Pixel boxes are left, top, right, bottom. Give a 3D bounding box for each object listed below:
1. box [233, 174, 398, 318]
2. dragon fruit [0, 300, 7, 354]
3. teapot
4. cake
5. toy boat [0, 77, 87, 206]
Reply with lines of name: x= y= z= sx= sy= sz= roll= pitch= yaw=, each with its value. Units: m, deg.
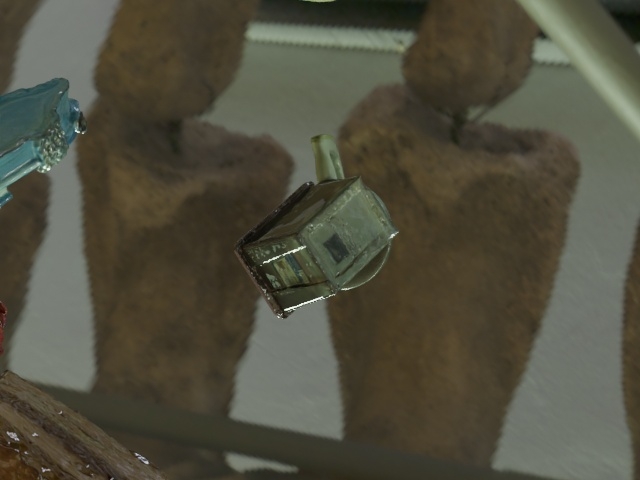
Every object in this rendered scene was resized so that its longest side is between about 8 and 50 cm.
box: x=0.000 y=0.000 z=1.053 sx=0.063 sy=0.060 sz=0.084 roll=-19 pitch=-162 yaw=50
dragon fruit: x=-0.315 y=0.085 z=1.429 sx=0.097 sy=0.063 sz=0.131 roll=-15 pitch=-148 yaw=41
teapot: x=0.022 y=-0.022 z=1.412 sx=0.092 sy=0.091 sz=0.124 roll=16 pitch=-86 yaw=4
cake: x=-0.244 y=0.237 z=1.317 sx=0.198 sy=0.293 sz=0.196 roll=36 pitch=-87 yaw=-4
toy boat: x=-0.336 y=-0.088 z=1.749 sx=0.109 sy=0.098 sz=0.238 roll=29 pitch=-131 yaw=22
